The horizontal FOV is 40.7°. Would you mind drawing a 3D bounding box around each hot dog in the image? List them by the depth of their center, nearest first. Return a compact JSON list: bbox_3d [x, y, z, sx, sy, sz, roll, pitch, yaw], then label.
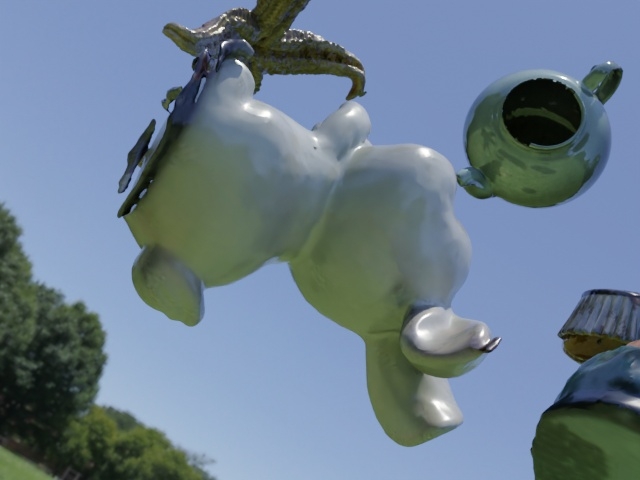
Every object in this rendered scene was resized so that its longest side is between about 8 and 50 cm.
[{"bbox_3d":[0.310,0.094,0.710,0.253,0.069,0.131,15,-15,-17],"label":"hot dog"}]

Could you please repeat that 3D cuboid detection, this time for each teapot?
[{"bbox_3d":[0.286,-0.140,1.135,0.193,0.294,0.129,49,-10,20],"label":"teapot"}]

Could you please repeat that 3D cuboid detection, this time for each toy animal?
[{"bbox_3d":[0.003,-0.006,0.669,0.310,0.247,0.183,30,-46,-17],"label":"toy animal"}]

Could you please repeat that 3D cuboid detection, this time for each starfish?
[{"bbox_3d":[-0.071,-0.204,0.995,0.094,0.327,0.375,53,-44,23],"label":"starfish"}]

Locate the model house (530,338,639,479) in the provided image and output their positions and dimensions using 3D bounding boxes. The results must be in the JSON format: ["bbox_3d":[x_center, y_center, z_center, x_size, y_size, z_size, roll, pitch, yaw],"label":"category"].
[{"bbox_3d":[0.282,0.114,0.440,0.253,0.291,0.184,24,-51,38],"label":"model house"}]
